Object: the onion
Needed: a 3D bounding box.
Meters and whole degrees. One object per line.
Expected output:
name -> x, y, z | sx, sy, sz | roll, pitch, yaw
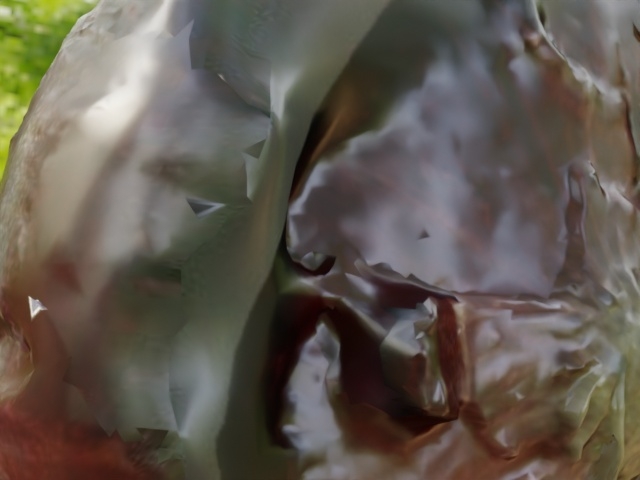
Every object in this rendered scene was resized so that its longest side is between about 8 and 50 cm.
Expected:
onion -> 0.011, 0.022, 0.507 | 0.272, 0.272, 0.195 | 8, -5, -38
